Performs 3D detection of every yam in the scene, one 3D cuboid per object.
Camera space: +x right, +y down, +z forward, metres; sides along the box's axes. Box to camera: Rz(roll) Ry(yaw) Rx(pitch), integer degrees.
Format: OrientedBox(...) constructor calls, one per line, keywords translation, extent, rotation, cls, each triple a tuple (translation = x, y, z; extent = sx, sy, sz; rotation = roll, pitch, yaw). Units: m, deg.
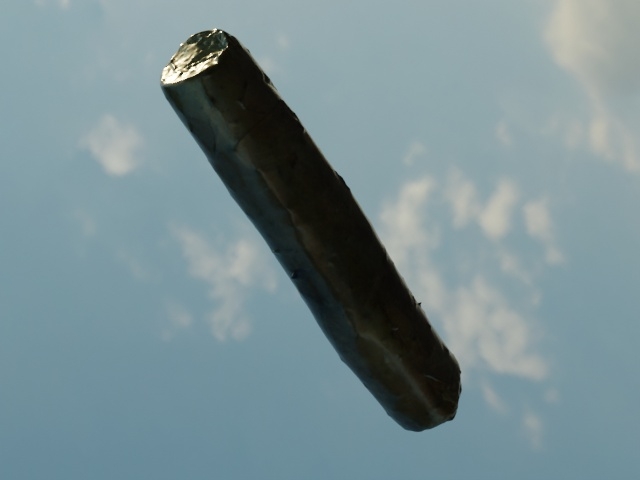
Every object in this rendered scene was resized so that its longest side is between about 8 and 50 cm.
OrientedBox(translation=(0.000, 0.000, 1.056), extent=(0.317, 0.071, 0.067), rotation=(55, 175, -23), cls="yam")
